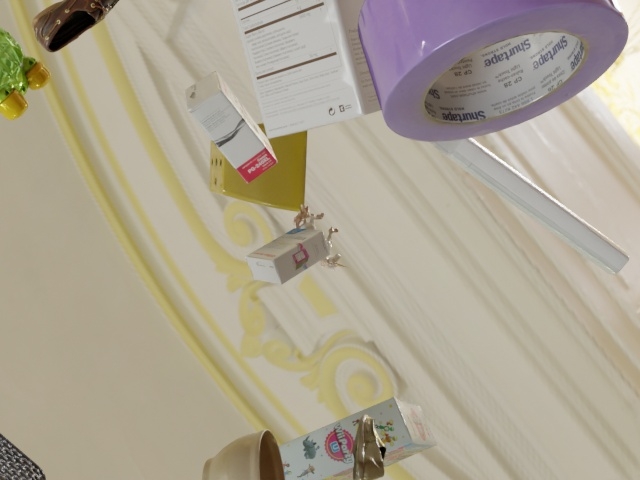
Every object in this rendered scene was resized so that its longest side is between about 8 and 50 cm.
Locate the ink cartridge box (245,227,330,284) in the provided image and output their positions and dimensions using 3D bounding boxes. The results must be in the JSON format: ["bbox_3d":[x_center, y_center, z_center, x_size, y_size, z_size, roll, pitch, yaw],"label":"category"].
[{"bbox_3d":[-0.059,0.027,1.458,0.122,0.088,0.052,-30,-69,-33],"label":"ink cartridge box"}]

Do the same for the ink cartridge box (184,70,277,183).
[{"bbox_3d":[-0.141,-0.179,1.269,0.150,0.063,0.109,52,-173,-30],"label":"ink cartridge box"}]

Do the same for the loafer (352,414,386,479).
[{"bbox_3d":[0.079,0.337,1.298,0.050,0.056,0.148,12,-153,0],"label":"loafer"}]

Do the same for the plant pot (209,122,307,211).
[{"bbox_3d":[-0.155,-0.179,1.900,0.187,0.212,0.212,0,-84,-20],"label":"plant pot"}]

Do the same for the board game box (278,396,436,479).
[{"bbox_3d":[0.056,0.420,1.611,0.097,0.303,0.224,68,-168,22],"label":"board game box"}]

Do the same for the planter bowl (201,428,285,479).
[{"bbox_3d":[-0.128,0.397,1.319,0.109,0.162,0.162,-10,-119,8],"label":"planter bowl"}]

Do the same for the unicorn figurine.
[{"bbox_3d":[0.000,0.000,1.790,0.162,0.060,0.111,34,-137,-1],"label":"unicorn figurine"}]

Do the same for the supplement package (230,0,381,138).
[{"bbox_3d":[0.005,-0.307,1.082,0.177,0.175,0.293,-24,-77,-47],"label":"supplement package"}]

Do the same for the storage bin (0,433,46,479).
[{"bbox_3d":[-0.439,0.325,0.981,0.122,0.180,0.084,42,-165,-2],"label":"storage bin"}]

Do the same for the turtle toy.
[{"bbox_3d":[-0.299,-0.140,0.692,0.095,0.066,0.130,51,-147,-30],"label":"turtle toy"}]

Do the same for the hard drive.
[{"bbox_3d":[0.272,-0.076,1.135,0.307,0.040,0.203,32,-168,-21],"label":"hard drive"}]

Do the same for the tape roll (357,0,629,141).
[{"bbox_3d":[0.128,-0.155,0.620,0.189,0.189,0.080,-1,-112,-36],"label":"tape roll"}]

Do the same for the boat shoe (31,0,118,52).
[{"bbox_3d":[-0.409,-0.407,1.420,0.073,0.207,0.073,52,-177,34],"label":"boat shoe"}]
